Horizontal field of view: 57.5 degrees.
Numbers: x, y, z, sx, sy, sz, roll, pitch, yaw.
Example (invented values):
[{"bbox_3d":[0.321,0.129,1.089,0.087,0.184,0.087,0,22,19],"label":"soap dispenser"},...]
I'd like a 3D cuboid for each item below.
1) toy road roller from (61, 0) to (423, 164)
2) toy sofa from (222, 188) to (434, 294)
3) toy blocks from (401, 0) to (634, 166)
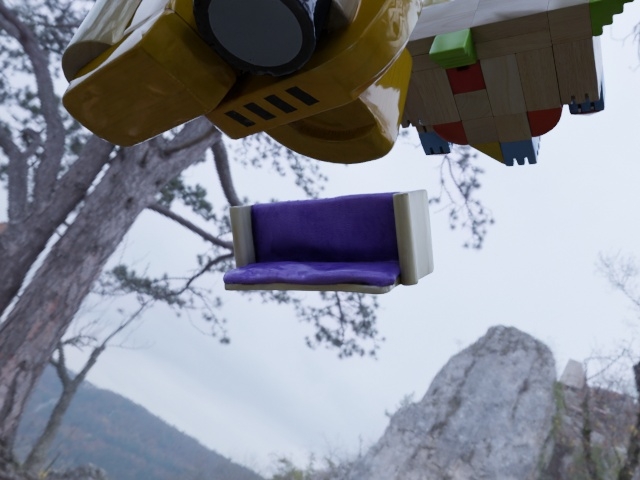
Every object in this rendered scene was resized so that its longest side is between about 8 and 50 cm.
[{"bbox_3d":[-0.056,-0.178,0.561,0.330,0.202,0.240,-9,-37,37],"label":"toy road roller"},{"bbox_3d":[0.000,0.000,1.012,0.363,0.177,0.150,-2,-83,33],"label":"toy sofa"},{"bbox_3d":[0.263,-0.227,0.874,0.382,0.190,0.261,-2,-44,31],"label":"toy blocks"}]
